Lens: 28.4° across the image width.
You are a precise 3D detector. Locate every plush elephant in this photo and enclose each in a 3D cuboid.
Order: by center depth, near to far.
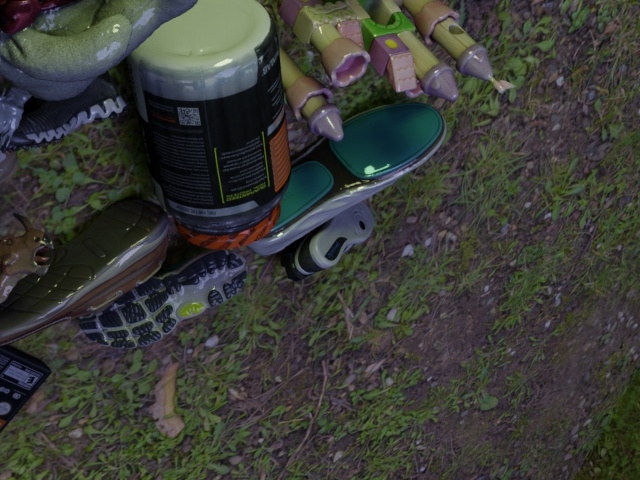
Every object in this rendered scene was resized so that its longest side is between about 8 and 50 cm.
[{"bbox_3d":[-0.360,-0.277,1.423,0.330,0.272,0.255,-50,147,7],"label":"plush elephant"}]

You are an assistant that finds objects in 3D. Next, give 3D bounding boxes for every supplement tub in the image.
[{"bbox_3d":[-0.150,-0.163,1.782,0.207,0.207,0.338,-29,138,-24],"label":"supplement tub"}]

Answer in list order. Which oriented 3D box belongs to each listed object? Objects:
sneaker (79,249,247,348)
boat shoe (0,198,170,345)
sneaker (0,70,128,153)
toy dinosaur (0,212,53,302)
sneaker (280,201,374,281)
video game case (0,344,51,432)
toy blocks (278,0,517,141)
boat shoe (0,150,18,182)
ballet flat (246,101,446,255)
[{"bbox_3d":[-0.245,0.090,1.983,0.275,0.110,0.107,-20,100,-10],"label":"sneaker"},{"bbox_3d":[-0.353,0.067,1.853,0.324,0.123,0.116,-31,142,-19],"label":"boat shoe"},{"bbox_3d":[-0.350,-0.185,1.642,0.234,0.078,0.106,-33,111,-52],"label":"sneaker"},{"bbox_3d":[-0.517,0.056,1.676,0.296,0.127,0.200,4,89,-21],"label":"toy dinosaur"},{"bbox_3d":[0.000,0.000,2.186,0.121,0.079,0.217,-25,-172,34],"label":"sneaker"},{"bbox_3d":[-0.566,0.238,1.855,0.248,0.035,0.275,-50,143,1],"label":"video game case"},{"bbox_3d":[0.113,-0.296,1.835,0.289,0.260,0.309,-17,146,-34],"label":"toy blocks"},{"bbox_3d":[-0.511,-0.035,1.613,0.302,0.113,0.103,-44,136,-8],"label":"boat shoe"},{"bbox_3d":[0.028,-0.100,2.094,0.400,0.139,0.139,-32,139,-15],"label":"ballet flat"}]
